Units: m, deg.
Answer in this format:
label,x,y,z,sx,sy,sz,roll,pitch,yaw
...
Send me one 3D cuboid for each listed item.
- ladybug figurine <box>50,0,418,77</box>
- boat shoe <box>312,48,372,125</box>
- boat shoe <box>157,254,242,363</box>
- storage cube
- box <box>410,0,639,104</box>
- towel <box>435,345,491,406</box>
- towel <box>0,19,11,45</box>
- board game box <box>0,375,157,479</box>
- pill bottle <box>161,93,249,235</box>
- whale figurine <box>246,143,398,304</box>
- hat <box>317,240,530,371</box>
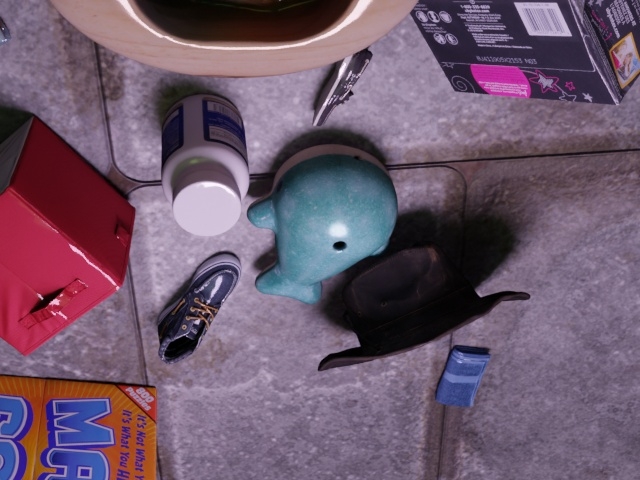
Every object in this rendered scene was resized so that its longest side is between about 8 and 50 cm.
label,x,y,z,sx,sy,sz,roll,pitch,yaw
ladybug figurine,-0.102,-0.338,1.188,0.449,0.162,0.305,1,128,-10
boat shoe,0.027,-0.200,1.392,0.038,0.046,0.125,20,115,-16
boat shoe,-0.177,0.106,1.577,0.065,0.083,0.183,29,119,-27
storage cube,-0.377,-0.006,1.384,0.183,0.215,0.193,-34,119,19
box,0.247,-0.269,1.225,0.142,0.247,0.163,-52,128,-21
towel,0.234,0.227,1.765,0.067,0.029,0.119,6,127,-11
towel,-0.575,-0.317,1.219,0.271,0.040,0.370,-24,127,10
board game box,-0.453,0.463,1.646,0.356,0.357,0.356,6,127,-12
pill bottle,-0.147,-0.094,1.358,0.112,0.187,0.112,-4,128,-5
whale figurine,0.000,0.000,1.482,0.216,0.141,0.272,16,126,-20
hat,0.130,0.077,1.538,0.331,0.331,0.134,-20,87,8
